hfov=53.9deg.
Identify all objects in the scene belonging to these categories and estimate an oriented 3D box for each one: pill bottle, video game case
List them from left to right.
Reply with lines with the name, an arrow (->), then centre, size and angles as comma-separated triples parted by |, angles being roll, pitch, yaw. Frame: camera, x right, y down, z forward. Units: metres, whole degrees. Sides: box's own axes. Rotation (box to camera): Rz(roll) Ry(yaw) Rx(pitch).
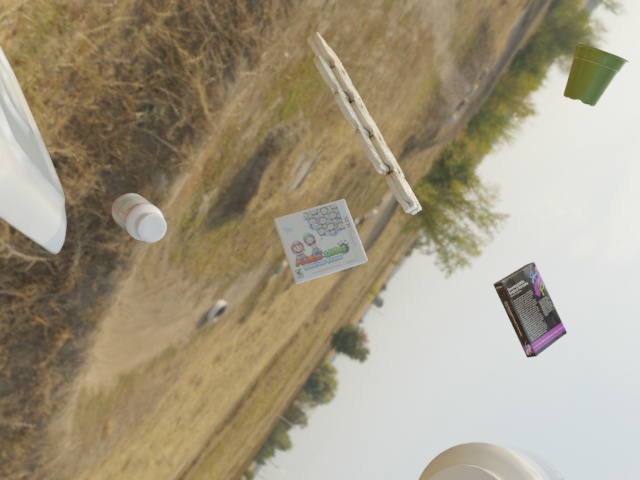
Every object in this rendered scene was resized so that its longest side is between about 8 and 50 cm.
pill bottle -> -0.415, -0.050, 1.449 | 0.087, 0.160, 0.087 | -14, 116, -31
video game case -> 0.000, 0.000, 1.293 | 0.157, 0.143, 0.019 | -17, 166, -13
pill bottle -> 0.234, 0.367, 0.843 | 0.181, 0.181, 0.323 | -55, 147, 1

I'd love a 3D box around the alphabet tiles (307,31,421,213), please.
alphabet tiles -> 0.069, -0.166, 0.918 | 0.021, 0.284, 0.278 | -30, 172, 13

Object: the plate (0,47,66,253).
plate -> -0.316, -0.138, 0.596 | 0.045, 0.277, 0.278 | -24, 174, -14

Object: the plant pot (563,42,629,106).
plant pot -> 0.413, -0.250, 0.963 | 0.083, 0.083, 0.079 | -38, 149, -67

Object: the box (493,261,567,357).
box -> 0.421, 0.137, 1.260 | 0.116, 0.162, 0.029 | -22, 178, -34
